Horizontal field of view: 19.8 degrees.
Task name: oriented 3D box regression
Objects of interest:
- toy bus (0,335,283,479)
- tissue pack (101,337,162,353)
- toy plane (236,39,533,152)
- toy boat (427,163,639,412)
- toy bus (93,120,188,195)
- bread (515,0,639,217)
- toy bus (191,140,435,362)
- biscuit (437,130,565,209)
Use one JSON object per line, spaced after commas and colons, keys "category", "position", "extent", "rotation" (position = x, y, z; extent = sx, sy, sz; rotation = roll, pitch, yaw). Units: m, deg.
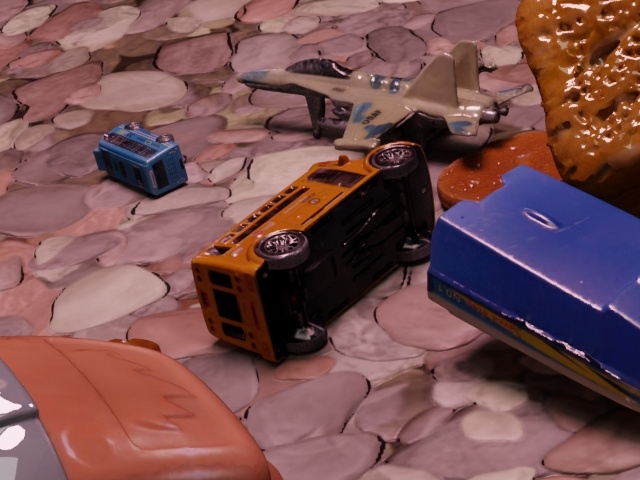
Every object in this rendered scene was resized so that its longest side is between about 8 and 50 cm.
{"category": "toy bus", "position": [-0.127, 0.177, 0.851], "extent": [0.232, 0.288, 0.194], "rotation": [-9, 31, -34]}
{"category": "tissue pack", "position": [-0.166, 0.157, 1.066], "extent": [0.183, 0.092, 0.226], "rotation": [-12, 28, -3]}
{"category": "toy plane", "position": [0.039, -0.111, 1.499], "extent": [0.262, 0.088, 0.192], "rotation": [0, 23, 39]}
{"category": "toy boat", "position": [0.209, 0.058, 1.137], "extent": [0.295, 0.088, 0.129], "rotation": [30, 47, 35]}
{"category": "toy bus", "position": [-0.149, -0.068, 1.519], "extent": [0.046, 0.038, 0.083], "rotation": [-32, 35, -28]}
{"category": "bread", "position": [0.325, -0.147, 1.222], "extent": [0.380, 0.109, 0.185], "rotation": [-18, 66, 17]}
{"category": "toy bus", "position": [0.000, 0.000, 1.299], "extent": [0.088, 0.083, 0.194], "rotation": [13, 37, 38]}
{"category": "biscuit", "position": [0.152, -0.051, 1.405], "extent": [0.130, 0.019, 0.102], "rotation": [-25, 31, -23]}
